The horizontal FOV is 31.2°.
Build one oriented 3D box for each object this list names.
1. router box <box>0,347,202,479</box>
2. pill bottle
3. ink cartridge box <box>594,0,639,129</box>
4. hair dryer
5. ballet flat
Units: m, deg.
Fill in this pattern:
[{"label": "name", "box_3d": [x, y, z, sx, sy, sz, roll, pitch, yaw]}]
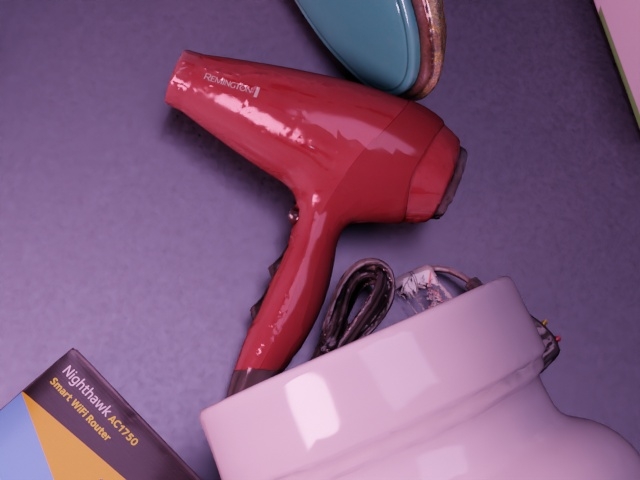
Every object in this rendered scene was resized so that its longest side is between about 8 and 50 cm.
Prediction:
[{"label": "router box", "box_3d": [-0.124, 0.169, 0.624, 0.179, 0.046, 0.133, 45, 67, 4]}, {"label": "pill bottle", "box_3d": [0.093, 0.214, 0.556, 0.210, 0.210, 0.363, -22, 84, -19]}, {"label": "ink cartridge box", "box_3d": [0.346, -0.202, 0.827, 0.278, 0.117, 0.201, -11, 74, -16]}, {"label": "hair dryer", "box_3d": [0.000, 0.000, 0.695, 0.224, 0.080, 0.293, -27, 79, -20]}, {"label": "ballet flat", "box_3d": [-0.002, -0.254, 0.770, 0.123, 0.123, 0.348, -34, 82, -21]}]
